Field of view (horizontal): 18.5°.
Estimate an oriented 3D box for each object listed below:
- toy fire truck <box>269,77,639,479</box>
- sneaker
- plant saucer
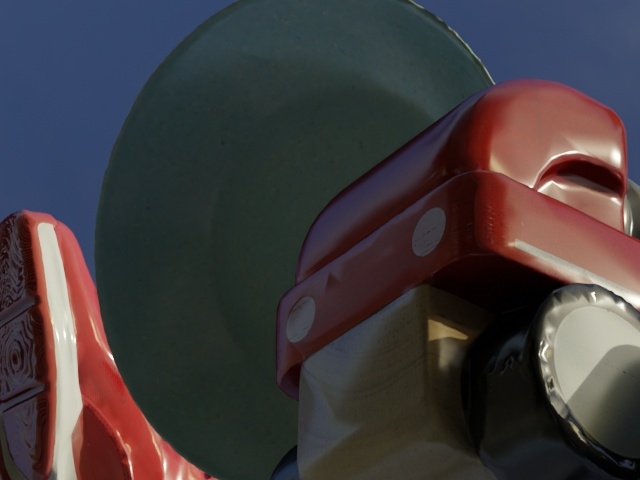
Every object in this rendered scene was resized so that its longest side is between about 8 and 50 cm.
[{"bbox_3d":[0.110,-0.002,0.613,0.158,0.217,0.246,-36,-139,42],"label":"toy fire truck"},{"bbox_3d":[-0.076,0.095,0.848,0.087,0.128,0.221,-25,-110,52],"label":"sneaker"},{"bbox_3d":[0.000,0.000,0.746,0.195,0.037,0.195,-4,-97,32],"label":"plant saucer"}]
